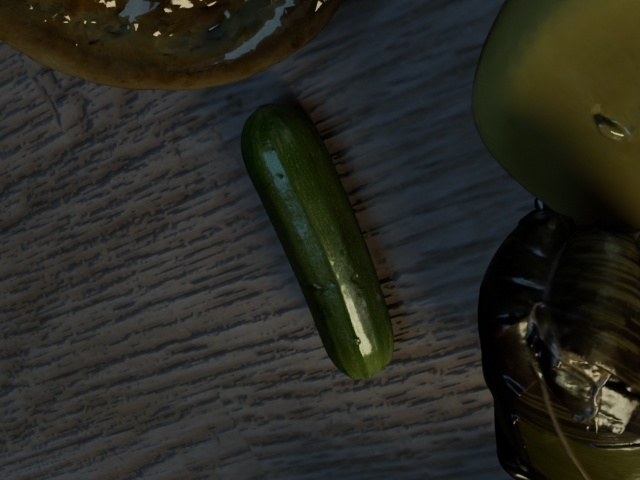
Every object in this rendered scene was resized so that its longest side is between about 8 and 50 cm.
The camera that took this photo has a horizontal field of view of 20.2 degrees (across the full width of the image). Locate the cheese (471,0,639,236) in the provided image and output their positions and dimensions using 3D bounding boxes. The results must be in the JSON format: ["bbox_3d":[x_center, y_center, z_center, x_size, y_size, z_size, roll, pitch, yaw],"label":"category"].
[{"bbox_3d":[0.219,-0.094,1.106,0.259,0.128,0.316,54,146,-12],"label":"cheese"}]

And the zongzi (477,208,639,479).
[{"bbox_3d":[0.257,0.106,1.151,0.317,0.154,0.289,18,167,14],"label":"zongzi"}]

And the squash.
[{"bbox_3d":[0.000,0.000,1.386,0.066,0.066,0.229,-7,112,40],"label":"squash"}]

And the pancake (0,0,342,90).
[{"bbox_3d":[-0.117,-0.271,1.175,0.382,0.071,0.382,-3,127,-4],"label":"pancake"}]
